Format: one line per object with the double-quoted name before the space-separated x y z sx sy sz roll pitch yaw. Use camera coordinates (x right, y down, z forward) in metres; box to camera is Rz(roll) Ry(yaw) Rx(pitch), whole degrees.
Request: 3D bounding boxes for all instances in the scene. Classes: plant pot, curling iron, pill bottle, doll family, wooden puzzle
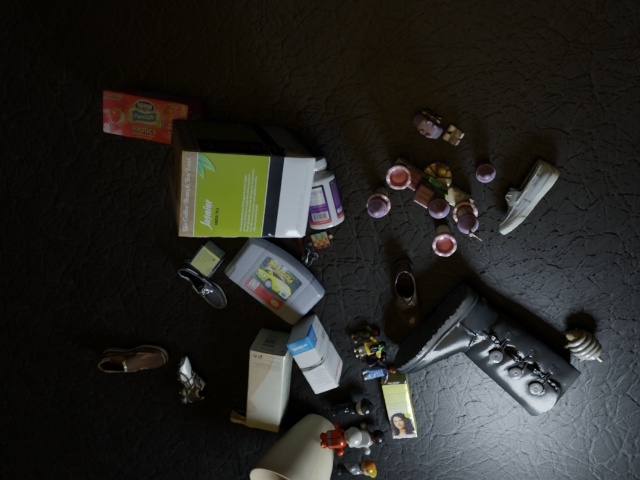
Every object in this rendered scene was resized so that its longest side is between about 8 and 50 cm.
"plant pot" -0.059 0.736 1.795 0.256 0.274 0.257 17 132 20
"curling iron" -0.060 -0.048 1.627 0.068 0.035 0.274 2 112 38
"pill bottle" -0.003 -0.140 1.545 0.108 0.108 0.194 -10 109 14
"doll family" 0.177 0.372 1.732 0.111 0.076 0.193 -16 108 14
"wooden puzzle" 0.000 0.000 1.654 0.083 0.006 0.049 -14 108 16

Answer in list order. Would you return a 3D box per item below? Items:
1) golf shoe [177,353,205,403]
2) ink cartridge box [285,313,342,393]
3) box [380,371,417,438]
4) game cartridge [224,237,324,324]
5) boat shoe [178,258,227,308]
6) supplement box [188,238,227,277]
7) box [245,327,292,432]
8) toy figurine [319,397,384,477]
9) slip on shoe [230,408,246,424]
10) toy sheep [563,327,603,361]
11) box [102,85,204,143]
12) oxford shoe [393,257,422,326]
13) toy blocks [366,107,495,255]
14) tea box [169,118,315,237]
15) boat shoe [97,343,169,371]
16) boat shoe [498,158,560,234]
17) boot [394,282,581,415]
"golf shoe" -0.459 0.491 1.905 0.093 0.077 0.198 -2 116 -4
"ink cartridge box" -0.016 0.367 1.724 0.085 0.148 0.203 -23 105 17
"box" 0.267 0.555 1.795 0.087 0.058 0.232 -10 108 14
"game cartridge" -0.142 0.123 1.689 0.294 0.060 0.196 38 119 -5
"boat shoe" -0.394 0.156 1.757 0.075 0.065 0.206 -35 101 21
"supplement box" -0.362 0.058 1.717 0.083 0.056 0.083 39 113 -5
"box" -0.170 0.471 1.797 0.121 0.148 0.311 9 111 7
"toy figurine" 0.119 0.659 1.778 0.148 0.213 0.210 -18 107 27
"slip on shoe" -0.262 0.644 1.936 0.135 0.051 0.041 9 101 13
"toy sheep" 0.789 0.315 1.590 0.132 0.091 0.091 40 113 0
"box" -0.479 -0.360 1.537 0.256 0.128 0.123 12 113 7
"oxford shoe" 0.261 0.177 1.628 0.082 0.096 0.227 -11 110 13
"toy blocks" 0.304 -0.134 1.408 0.288 0.260 0.309 31 113 -2
"tea box" -0.222 -0.170 1.398 0.323 0.329 0.220 1 114 -19
"boat shoe" -0.671 0.436 1.902 0.257 0.095 0.095 -7 110 13
"boat shoe" 0.555 -0.123 1.471 0.081 0.079 0.227 36 107 3
"boot" 0.507 0.390 1.652 0.445 0.146 0.367 36 115 -9
